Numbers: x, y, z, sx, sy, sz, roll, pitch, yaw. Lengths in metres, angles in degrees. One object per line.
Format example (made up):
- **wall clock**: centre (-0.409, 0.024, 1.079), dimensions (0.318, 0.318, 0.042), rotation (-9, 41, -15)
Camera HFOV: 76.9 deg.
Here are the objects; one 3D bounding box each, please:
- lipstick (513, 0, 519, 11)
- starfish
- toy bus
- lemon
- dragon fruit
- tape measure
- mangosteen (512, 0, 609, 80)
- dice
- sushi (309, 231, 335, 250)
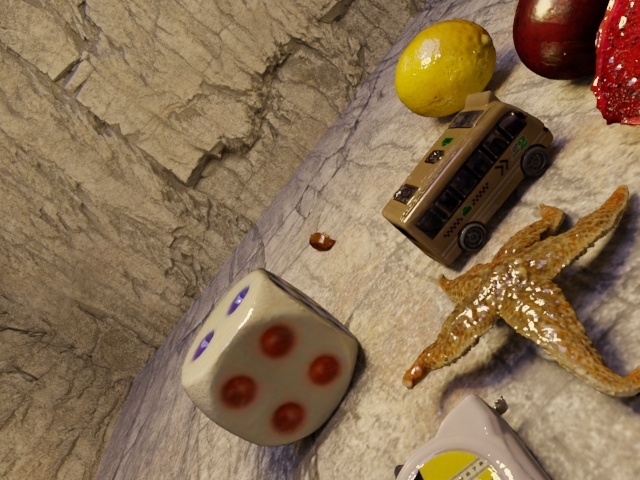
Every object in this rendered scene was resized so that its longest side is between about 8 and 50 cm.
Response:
- **lipstick**: centre (0.521, -0.517, 0.951), dimensions (0.066, 0.068, 0.317), rotation (-39, 23, 38)
- **starfish**: centre (0.246, 0.067, 0.510), dimensions (0.375, 0.094, 0.327), rotation (-42, 19, 17)
- **toy bus**: centre (0.252, -0.111, 0.717), dimensions (0.289, 0.157, 0.139), rotation (-51, 18, 6)
- **lemon**: centre (0.320, -0.443, 1.056), dimensions (0.263, 0.236, 0.235), rotation (114, 180, -56)
- **dragon fruit**: centre (0.450, -0.215, 0.465), dimensions (0.190, 0.162, 0.261), rotation (-19, 30, 9)
- **tape measure**: centre (0.148, 0.269, 0.374), dimensions (0.178, 0.105, 0.196), rotation (-42, 22, 11)
- **mangosteen**: centre (0.461, -0.376, 0.668), dimensions (0.258, 0.215, 0.215), rotation (27, 79, 40)
- **dice**: centre (-0.093, 0.222, 0.794), dimensions (0.251, 0.259, 0.243), rotation (-53, 20, -4)
- **sushi**: centre (0.000, 0.000, 1.298), dimensions (0.055, 0.052, 0.120), rotation (-58, 19, -16)
